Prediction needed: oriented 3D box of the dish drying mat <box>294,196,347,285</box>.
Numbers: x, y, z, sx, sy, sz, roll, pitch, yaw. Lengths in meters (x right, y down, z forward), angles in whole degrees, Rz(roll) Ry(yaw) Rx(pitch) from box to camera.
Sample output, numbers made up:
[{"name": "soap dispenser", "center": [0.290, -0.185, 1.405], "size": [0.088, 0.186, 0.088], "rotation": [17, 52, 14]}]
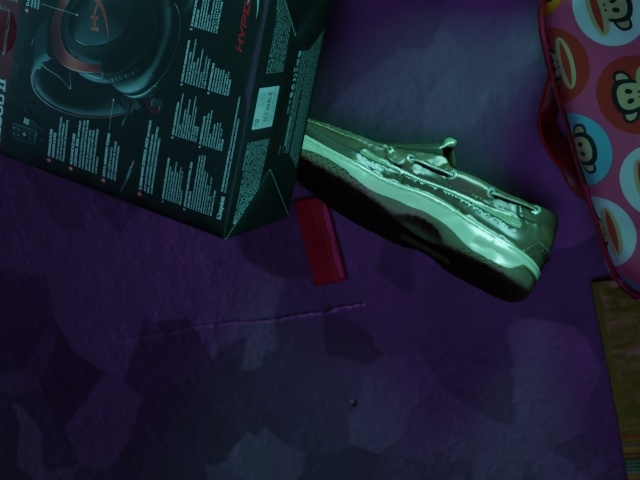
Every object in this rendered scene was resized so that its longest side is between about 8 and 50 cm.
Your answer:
[{"name": "dish drying mat", "center": [0.000, 0.000, 1.134], "size": [0.032, 0.008, 0.083], "rotation": [-11, 104, 15]}]

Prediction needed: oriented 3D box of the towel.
[{"name": "towel", "center": [0.312, 0.140, 1.104], "size": [0.102, 0.021, 0.237], "rotation": [-11, 103, 13]}]

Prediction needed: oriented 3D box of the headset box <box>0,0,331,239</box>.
[{"name": "headset box", "center": [-0.155, -0.154, 1.039], "size": [0.293, 0.110, 0.218], "rotation": [19, 109, 24]}]

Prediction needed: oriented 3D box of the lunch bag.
[{"name": "lunch bag", "center": [0.288, -0.092, 0.962], "size": [0.258, 0.120, 0.293], "rotation": [-5, 107, 45]}]

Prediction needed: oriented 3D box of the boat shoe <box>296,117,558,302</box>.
[{"name": "boat shoe", "center": [0.086, -0.047, 1.074], "size": [0.257, 0.095, 0.095], "rotation": [31, 74, 9]}]
